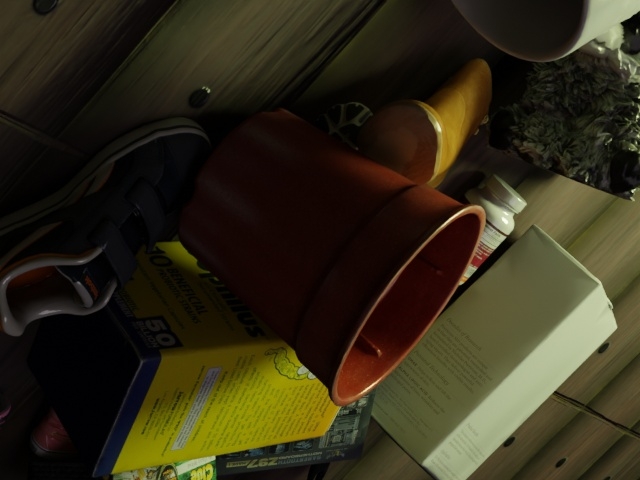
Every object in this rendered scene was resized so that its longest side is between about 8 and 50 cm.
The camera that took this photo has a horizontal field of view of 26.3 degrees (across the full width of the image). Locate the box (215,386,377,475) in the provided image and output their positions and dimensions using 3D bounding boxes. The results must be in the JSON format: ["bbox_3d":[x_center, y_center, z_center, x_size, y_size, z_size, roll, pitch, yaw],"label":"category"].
[{"bbox_3d":[-0.044,0.251,1.968,0.233,0.059,0.183,-5,134,-14],"label":"box"}]

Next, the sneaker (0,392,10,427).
[{"bbox_3d":[-0.432,0.228,1.660,0.119,0.047,0.057,-20,152,-24],"label":"sneaker"}]

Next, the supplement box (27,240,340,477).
[{"bbox_3d":[-0.140,0.130,1.681,0.357,0.194,0.195,-4,132,-40],"label":"supplement box"}]

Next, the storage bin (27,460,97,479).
[{"bbox_3d":[-0.292,0.334,1.791,0.122,0.084,0.180,-2,168,21],"label":"storage bin"}]

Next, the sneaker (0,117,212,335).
[{"bbox_3d":[-0.238,-0.006,1.503,0.321,0.127,0.126,-34,143,-10],"label":"sneaker"}]

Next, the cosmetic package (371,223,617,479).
[{"bbox_3d":[0.263,0.185,2.102,0.385,0.156,0.217,-45,152,-5],"label":"cosmetic package"}]

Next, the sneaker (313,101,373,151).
[{"bbox_3d":[0.014,-0.104,1.694,0.071,0.068,0.170,-16,150,-53],"label":"sneaker"}]

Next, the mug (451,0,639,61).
[{"bbox_3d":[0.287,-0.424,1.431,0.328,0.276,0.374,-32,114,-20],"label":"mug"}]

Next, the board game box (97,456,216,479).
[{"bbox_3d":[-0.210,0.276,1.784,0.260,0.030,0.136,-6,93,-66],"label":"board game box"}]

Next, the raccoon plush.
[{"bbox_3d":[0.363,-0.229,1.823,0.446,0.216,0.299,-34,144,-83],"label":"raccoon plush"}]

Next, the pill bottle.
[{"bbox_3d":[0.216,-0.018,1.938,0.152,0.086,0.086,-48,144,12],"label":"pill bottle"}]

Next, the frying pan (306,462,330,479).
[{"bbox_3d":[0.049,0.247,2.107,0.197,0.053,0.326,-25,145,-18],"label":"frying pan"}]

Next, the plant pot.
[{"bbox_3d":[0.000,0.000,1.555,0.272,0.265,0.272,-46,161,-21],"label":"plant pot"}]

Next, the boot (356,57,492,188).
[{"bbox_3d":[0.139,-0.151,1.651,0.211,0.104,0.295,-51,171,-21],"label":"boot"}]

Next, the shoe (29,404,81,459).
[{"bbox_3d":[-0.285,0.241,1.784,0.178,0.063,0.081,5,132,-40],"label":"shoe"}]
